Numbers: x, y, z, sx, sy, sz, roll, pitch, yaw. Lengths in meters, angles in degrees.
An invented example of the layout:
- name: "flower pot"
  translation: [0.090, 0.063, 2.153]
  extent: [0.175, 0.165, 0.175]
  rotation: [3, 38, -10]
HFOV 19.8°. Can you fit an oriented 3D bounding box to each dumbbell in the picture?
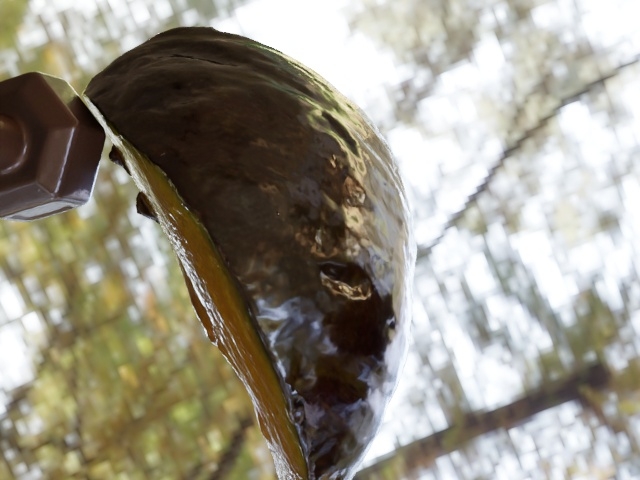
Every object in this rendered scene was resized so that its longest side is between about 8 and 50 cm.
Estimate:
- name: "dumbbell"
  translation: [-0.209, -0.063, 1.018]
  extent: [0.092, 0.082, 0.231]
  rotation: [-17, 169, 22]

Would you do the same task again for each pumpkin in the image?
- name: "pumpkin"
  translation: [0.000, 0.000, 1.092]
  extent: [0.169, 0.312, 0.148]
  rotation: [-26, -176, -15]
